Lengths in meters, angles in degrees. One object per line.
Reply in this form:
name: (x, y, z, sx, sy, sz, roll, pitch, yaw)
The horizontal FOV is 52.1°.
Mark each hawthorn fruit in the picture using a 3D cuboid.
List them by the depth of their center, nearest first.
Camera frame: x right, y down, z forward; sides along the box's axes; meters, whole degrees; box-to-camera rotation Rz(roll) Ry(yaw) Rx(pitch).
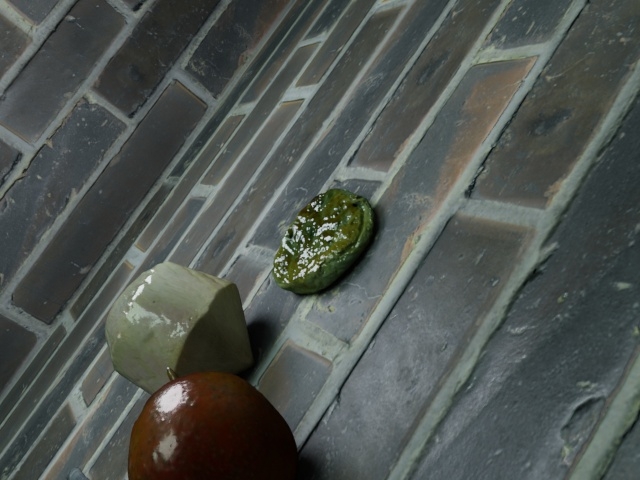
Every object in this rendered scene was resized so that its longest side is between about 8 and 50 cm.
hawthorn fruit: (-0.191, 0.331, 1.084, 0.277, 0.277, 0.298, -43, 58, 15)

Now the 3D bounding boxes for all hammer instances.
hammer: (-0.547, 0.615, 1.561, 0.427, 0.044, 0.152, -8, 48, 54)

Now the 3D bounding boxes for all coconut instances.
coconut: (-0.288, 0.205, 1.432, 0.329, 0.329, 0.329, -37, 30, 26)

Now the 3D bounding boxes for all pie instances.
pie: (0.000, 0.000, 1.438, 0.277, 0.078, 0.277, -38, 31, 28)
